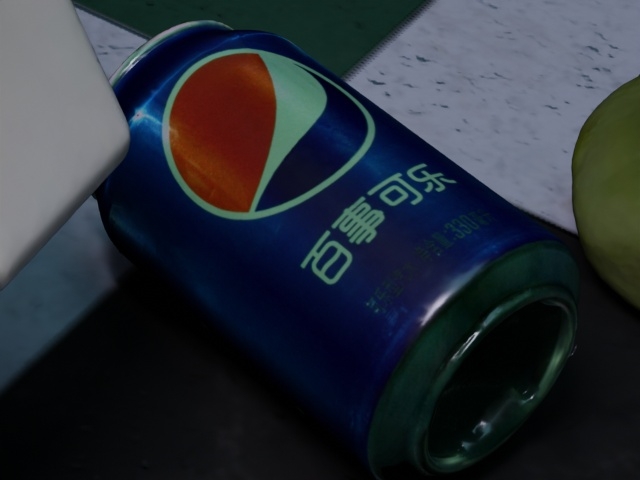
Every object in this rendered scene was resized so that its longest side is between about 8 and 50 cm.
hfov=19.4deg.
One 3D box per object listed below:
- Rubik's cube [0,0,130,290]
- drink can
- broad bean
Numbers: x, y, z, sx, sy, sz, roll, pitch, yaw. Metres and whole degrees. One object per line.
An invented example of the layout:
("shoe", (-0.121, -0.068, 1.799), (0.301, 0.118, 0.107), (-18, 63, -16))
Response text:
("Rubik's cube", (-0.283, -0.062, 0.558), (0.290, 0.291, 0.291), (-6, 32, 31))
("drink can", (0.000, 0.000, 0.753), (0.118, 0.118, 0.205), (-27, 51, -36))
("broad bean", (0.183, -0.034, 0.855), (0.124, 0.082, 0.174), (31, 43, 20))
